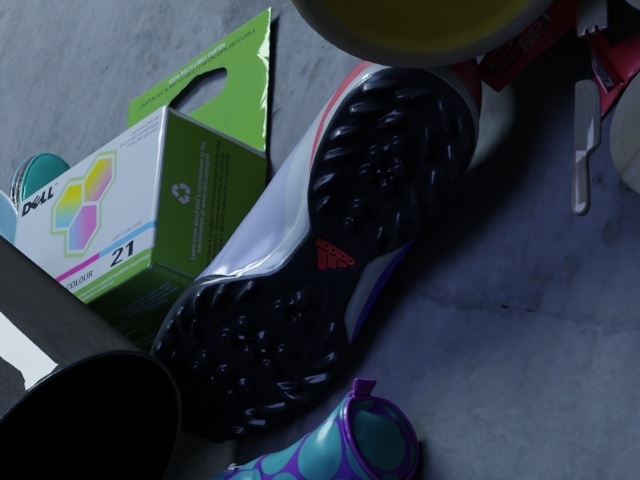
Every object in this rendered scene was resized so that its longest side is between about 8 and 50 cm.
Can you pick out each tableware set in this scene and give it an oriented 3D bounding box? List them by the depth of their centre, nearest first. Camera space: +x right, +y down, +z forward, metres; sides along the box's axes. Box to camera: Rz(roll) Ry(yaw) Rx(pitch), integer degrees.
[{"bbox_3d":[0.199,-0.106,0.994,0.128,0.039,0.194,-14,62,38],"label":"tableware set"}]

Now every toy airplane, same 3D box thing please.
[{"bbox_3d":[0.152,-0.130,1.082,0.151,0.028,0.151,-34,47,46],"label":"toy airplane"}]

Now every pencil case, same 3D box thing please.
[{"bbox_3d":[-0.012,0.143,1.104,0.152,0.064,0.070,-34,61,38],"label":"pencil case"}]

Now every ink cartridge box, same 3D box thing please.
[{"bbox_3d":[-0.131,-0.044,1.358,0.189,0.097,0.255,-29,49,42],"label":"ink cartridge box"}]

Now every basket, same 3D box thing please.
[{"bbox_3d":[-0.218,0.091,1.215,0.227,0.154,0.204,44,116,41],"label":"basket"}]

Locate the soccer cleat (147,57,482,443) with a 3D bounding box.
[{"bbox_3d":[0.000,0.000,1.167,0.318,0.109,0.116,-54,5,30],"label":"soccer cleat"}]

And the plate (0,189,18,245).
[{"bbox_3d":[-0.271,0.050,1.451,0.188,0.024,0.188,-19,63,44],"label":"plate"}]

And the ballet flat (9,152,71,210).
[{"bbox_3d":[-0.219,0.011,1.476,0.070,0.070,0.188,-45,37,28],"label":"ballet flat"}]

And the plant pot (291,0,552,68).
[{"bbox_3d":[0.045,-0.231,1.067,0.254,0.254,0.239,-47,30,25],"label":"plant pot"}]
